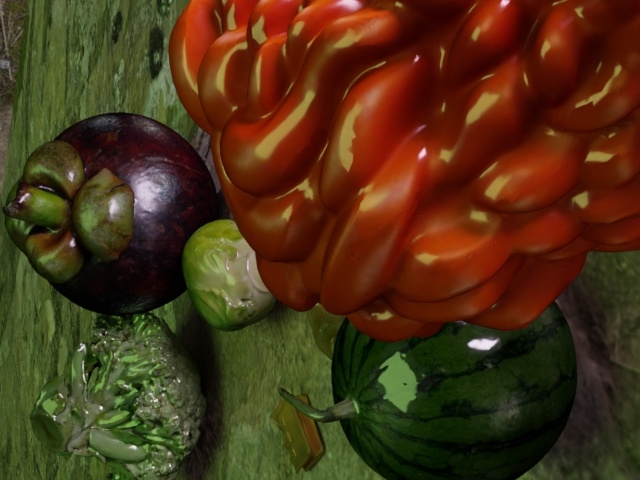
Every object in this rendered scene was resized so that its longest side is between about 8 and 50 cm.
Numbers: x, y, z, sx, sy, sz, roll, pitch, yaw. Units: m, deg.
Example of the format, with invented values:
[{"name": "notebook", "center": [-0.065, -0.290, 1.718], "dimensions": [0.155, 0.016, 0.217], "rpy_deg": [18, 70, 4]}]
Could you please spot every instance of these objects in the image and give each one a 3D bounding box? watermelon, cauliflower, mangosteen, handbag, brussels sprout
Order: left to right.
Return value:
[{"name": "mangosteen", "center": [-0.299, -0.047, 1.301], "dimensions": [0.300, 0.300, 0.300], "rpy_deg": [3, 93, 60]}, {"name": "cauliflower", "center": [-0.304, 0.249, 1.373], "dimensions": [0.272, 0.250, 0.275], "rpy_deg": [-56, 49, 48]}, {"name": "brussels sprout", "center": [-0.111, 0.042, 1.161], "dimensions": [0.155, 0.118, 0.155], "rpy_deg": [17, 115, 39]}, {"name": "handbag", "center": [-0.028, 0.234, 1.107], "dimensions": [0.061, 0.027, 0.083], "rpy_deg": [-57, 45, 43]}, {"name": "watermelon", "center": [0.092, 0.104, 0.701], "dimensions": [0.188, 0.215, 0.187], "rpy_deg": [26, 121, 53]}]

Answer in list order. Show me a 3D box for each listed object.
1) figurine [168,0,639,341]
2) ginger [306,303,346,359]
[{"name": "figurine", "center": [0.142, -0.111, 0.443], "dimensions": [0.241, 0.412, 0.306], "rpy_deg": [66, 159, 0]}, {"name": "ginger", "center": [-0.003, 0.000, 1.019], "dimensions": [0.118, 0.065, 0.298], "rpy_deg": [119, 142, -62]}]
